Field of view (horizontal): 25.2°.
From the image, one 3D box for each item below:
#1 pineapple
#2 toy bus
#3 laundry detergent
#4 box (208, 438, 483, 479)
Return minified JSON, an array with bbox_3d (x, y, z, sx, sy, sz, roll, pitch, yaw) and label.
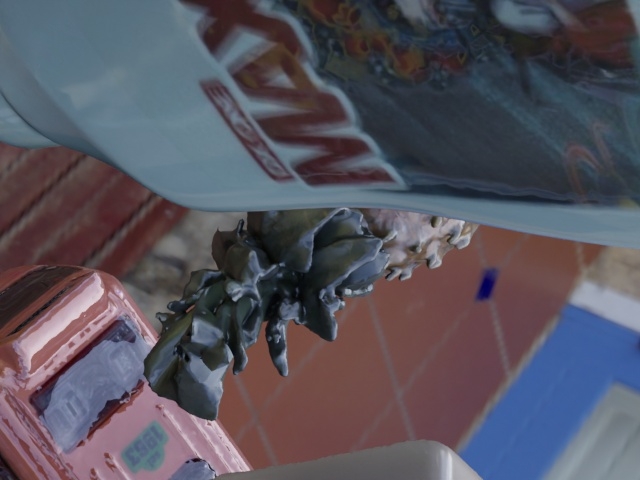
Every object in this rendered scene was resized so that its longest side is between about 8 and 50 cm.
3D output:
[{"bbox_3d":[0.000,0.000,1.009,0.310,0.170,0.141,-42,116,-26],"label":"pineapple"},{"bbox_3d":[-0.177,0.227,1.211,0.427,0.233,0.203,56,48,-12],"label":"toy bus"},{"bbox_3d":[0.018,-0.104,0.404,0.264,0.398,0.124,61,38,-32],"label":"laundry detergent"},{"bbox_3d":[0.012,0.120,0.516,0.089,0.122,0.062,46,38,-43],"label":"box"}]
